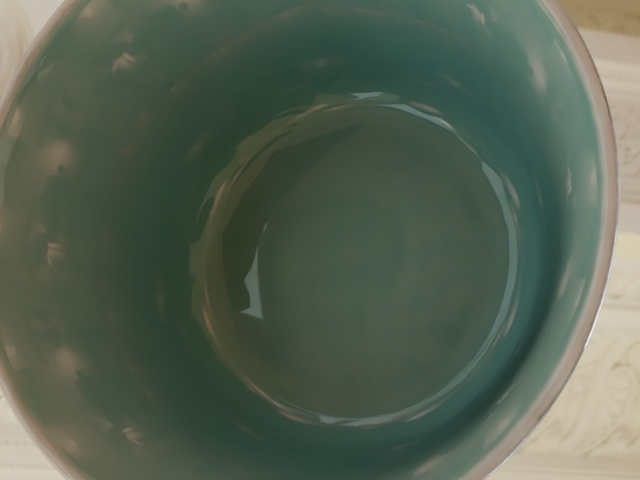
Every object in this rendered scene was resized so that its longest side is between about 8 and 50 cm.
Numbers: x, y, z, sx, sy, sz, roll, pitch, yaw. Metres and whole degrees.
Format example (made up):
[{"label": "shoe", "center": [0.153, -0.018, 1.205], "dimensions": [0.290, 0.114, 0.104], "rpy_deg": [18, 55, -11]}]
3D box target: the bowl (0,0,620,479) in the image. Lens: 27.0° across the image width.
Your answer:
[{"label": "bowl", "center": [0.000, 0.000, 0.669], "dimensions": [0.311, 0.163, 0.312], "rpy_deg": [-4, -104, 17]}]
